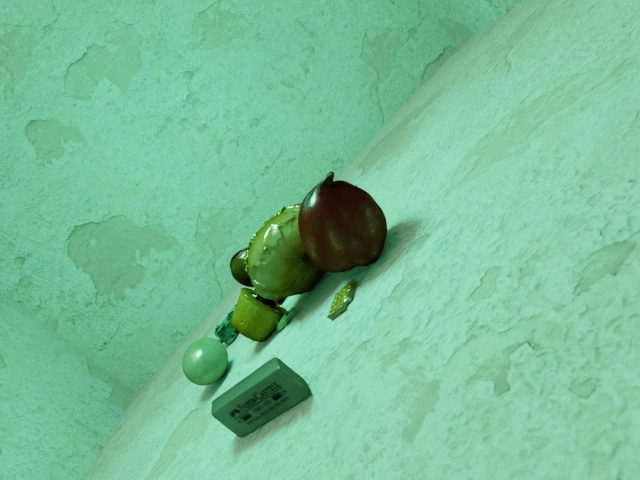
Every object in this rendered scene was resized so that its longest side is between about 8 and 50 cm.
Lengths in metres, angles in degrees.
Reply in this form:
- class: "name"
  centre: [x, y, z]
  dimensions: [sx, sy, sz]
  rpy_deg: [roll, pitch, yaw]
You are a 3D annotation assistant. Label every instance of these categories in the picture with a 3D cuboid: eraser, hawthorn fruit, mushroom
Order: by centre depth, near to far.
- class: "eraser"
  centre: [-0.163, 0.412, 1.169]
  dimensions: [0.352, 0.111, 0.077]
  rpy_deg: [-41, 14, 31]
- class: "hawthorn fruit"
  centre: [0.062, -0.040, 1.425]
  dimensions: [0.295, 0.311, 0.295]
  rpy_deg: [-28, 45, 31]
- class: "mushroom"
  centre: [-0.292, 0.104, 2.331]
  dimensions: [0.345, 0.345, 0.260]
  rpy_deg: [-36, 51, 47]

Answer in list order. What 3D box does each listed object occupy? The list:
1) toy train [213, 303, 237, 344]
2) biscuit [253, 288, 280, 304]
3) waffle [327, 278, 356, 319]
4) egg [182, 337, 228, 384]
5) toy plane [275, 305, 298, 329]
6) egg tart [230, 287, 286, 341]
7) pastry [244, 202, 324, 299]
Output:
- class: "toy train"
  centre: [-0.452, 0.429, 2.277]
  dimensions: [0.203, 0.112, 0.163]
  rpy_deg: [-48, 4, -10]
- class: "biscuit"
  centre: [-0.267, 0.279, 2.102]
  dimensions: [0.332, 0.103, 0.332]
  rpy_deg: [-44, 11, 11]
- class: "waffle"
  centre: [0.066, 0.177, 1.362]
  dimensions: [0.092, 0.021, 0.135]
  rpy_deg: [-41, 12, 29]
- class: "egg"
  centre: [-0.479, 0.504, 1.877]
  dimensions: [0.186, 0.186, 0.253]
  rpy_deg: [-47, 10, 3]
- class: "toy plane"
  centre: [-0.126, 0.287, 1.678]
  dimensions: [0.111, 0.040, 0.102]
  rpy_deg: [-46, -9, -4]
- class: "egg tart"
  centre: [-0.249, 0.286, 1.762]
  dimensions: [0.171, 0.215, 0.215]
  rpy_deg: [-58, 10, 1]
- class: "pastry"
  centre: [-0.113, 0.032, 1.695]
  dimensions: [0.409, 0.245, 0.410]
  rpy_deg: [-41, -28, -28]
